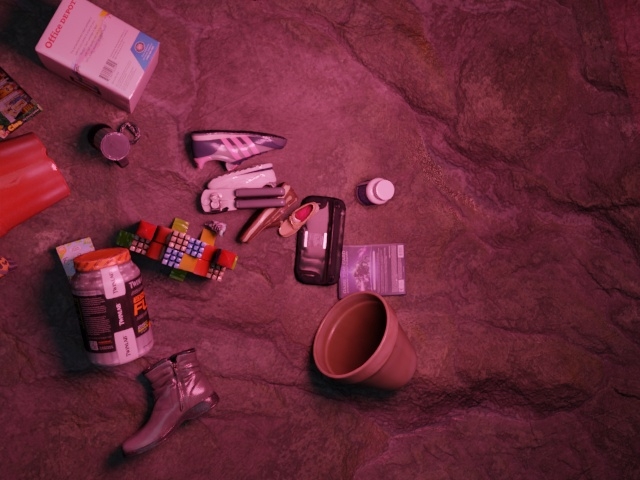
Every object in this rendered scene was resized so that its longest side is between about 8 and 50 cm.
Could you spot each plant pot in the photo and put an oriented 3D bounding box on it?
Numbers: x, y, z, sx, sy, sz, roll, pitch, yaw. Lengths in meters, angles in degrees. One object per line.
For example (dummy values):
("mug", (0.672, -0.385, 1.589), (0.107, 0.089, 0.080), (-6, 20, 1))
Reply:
("plant pot", (-0.872, -0.157, 1.400), (0.265, 0.272, 0.272), (-33, 101, -25))
("plant pot", (0.183, 0.385, 1.759), (0.280, 0.323, 0.323), (42, 77, -32))

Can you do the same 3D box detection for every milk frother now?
("milk frother", (-0.611, -0.310, 1.539), (0.143, 0.135, 0.129), (-51, 136, -9))

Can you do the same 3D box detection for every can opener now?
("can opener", (-0.253, -0.135, 1.656), (0.280, 0.093, 0.074), (-4, 83, 2))

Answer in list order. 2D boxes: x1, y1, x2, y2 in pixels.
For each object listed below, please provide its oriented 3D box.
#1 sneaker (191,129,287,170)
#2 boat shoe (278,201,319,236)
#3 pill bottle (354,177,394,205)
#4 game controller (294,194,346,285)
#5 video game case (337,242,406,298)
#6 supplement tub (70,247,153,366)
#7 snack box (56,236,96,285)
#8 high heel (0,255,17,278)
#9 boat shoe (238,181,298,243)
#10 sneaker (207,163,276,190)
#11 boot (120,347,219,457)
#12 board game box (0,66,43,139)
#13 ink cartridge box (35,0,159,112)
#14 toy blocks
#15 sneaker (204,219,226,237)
("sneaker", (-0.270, -0.300, 1.689), (0.319, 0.112, 0.131), (-2, 108, -17))
("boat shoe", (-0.082, -0.076, 1.743), (0.170, 0.059, 0.063), (-41, 80, 7))
("pill bottle", (0.194, -0.174, 1.804), (0.094, 0.169, 0.094), (0, 91, -19))
("game controller", (0.000, 0.000, 1.799), (0.166, 0.067, 0.319), (5, 88, 0))
("video game case", (0.192, 0.112, 1.884), (0.274, 0.026, 0.196), (-2, 91, -18))
("supplement tub", (-0.616, 0.191, 1.489), (0.194, 0.193, 0.316), (-11, 105, -19))
("snack box", (-0.735, 0.071, 1.552), (0.100, 0.037, 0.141), (-20, 98, -19))
("high heel", (-0.989, 0.041, 1.384), (0.261, 0.186, 0.093), (19, 85, -18))
("boat shoe", (-0.168, -0.078, 1.721), (0.095, 0.095, 0.257), (43, 77, -21))
("sneaker", (-0.261, -0.193, 1.694), (0.235, 0.090, 0.094), (-16, 106, -17))
("boot", (-0.514, 0.505, 1.608), (0.338, 0.118, 0.222), (-31, 98, -27))
("board game box", (-0.901, -0.395, 1.414), (0.260, 0.030, 0.136), (39, 77, 24))
("ink cartridge box", (-0.647, -0.545, 1.491), (0.270, 0.197, 0.198), (27, 82, -18))
("toy blocks", (-0.424, 0.032, 1.543), (0.381, 0.261, 0.190), (22, 84, -18))
("sneaker", (-0.348, -0.043, 1.658), (0.069, 0.098, 0.038), (21, 98, -13))
